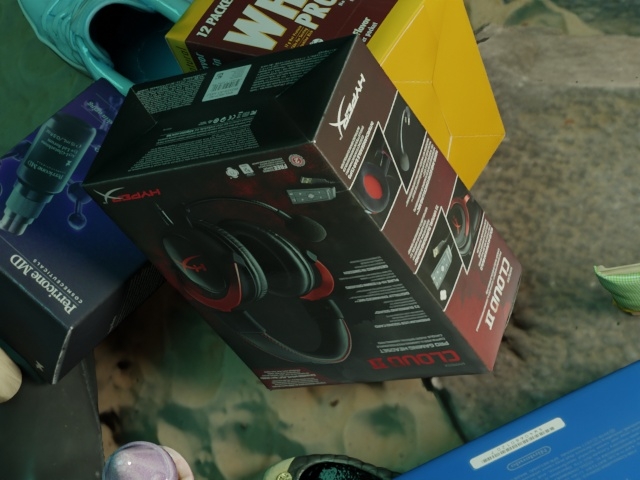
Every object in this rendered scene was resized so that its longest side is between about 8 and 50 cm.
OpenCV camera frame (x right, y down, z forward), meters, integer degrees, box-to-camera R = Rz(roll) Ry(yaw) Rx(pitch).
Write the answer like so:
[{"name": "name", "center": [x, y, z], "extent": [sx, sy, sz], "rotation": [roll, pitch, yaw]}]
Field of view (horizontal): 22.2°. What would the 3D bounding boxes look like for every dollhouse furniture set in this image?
[{"name": "dollhouse furniture set", "center": [0.278, 0.046, 1.175], "extent": [0.151, 0.076, 0.059], "rotation": [-10, 65, 25]}]

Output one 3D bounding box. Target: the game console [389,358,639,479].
[{"name": "game console", "center": [0.191, 0.250, 1.110], "extent": [0.293, 0.173, 0.250], "rotation": [-25, 31, -5]}]

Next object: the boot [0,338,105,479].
[{"name": "boot", "center": [-0.355, 0.191, 1.425], "extent": [0.367, 0.146, 0.445], "rotation": [-21, 66, 7]}]

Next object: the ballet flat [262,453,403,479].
[{"name": "ballet flat", "center": [0.027, 0.196, 1.274], "extent": [0.173, 0.049, 0.057], "rotation": [5, 73, 31]}]

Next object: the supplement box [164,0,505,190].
[{"name": "supplement box", "center": [0.016, -0.123, 1.303], "extent": [0.194, 0.191, 0.129], "rotation": [16, 58, 33]}]

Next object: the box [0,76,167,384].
[{"name": "box", "center": [-0.204, -0.009, 1.369], "extent": [0.153, 0.108, 0.207], "rotation": [39, 57, 7]}]

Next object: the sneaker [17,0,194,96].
[{"name": "sneaker", "center": [-0.178, -0.203, 1.489], "extent": [0.366, 0.150, 0.135], "rotation": [32, 88, 35]}]

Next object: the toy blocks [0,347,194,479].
[{"name": "toy blocks", "center": [-0.279, 0.214, 1.173], "extent": [0.288, 0.260, 0.309], "rotation": [33, 76, 22]}]

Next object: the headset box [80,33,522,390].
[{"name": "headset box", "center": [0.000, 0.000, 1.230], "extent": [0.218, 0.293, 0.110], "rotation": [-7, 46, 35]}]
